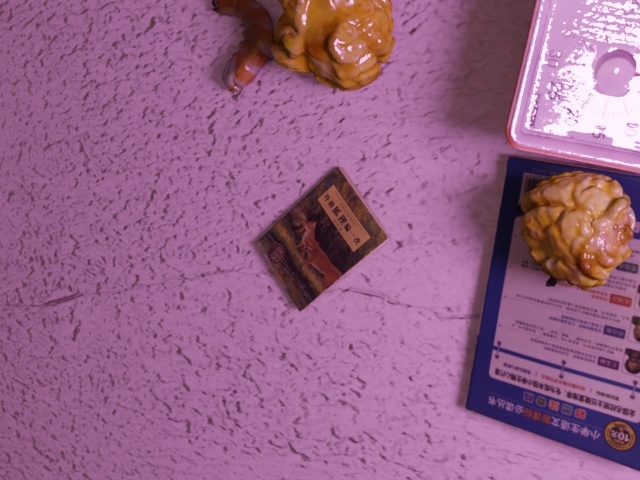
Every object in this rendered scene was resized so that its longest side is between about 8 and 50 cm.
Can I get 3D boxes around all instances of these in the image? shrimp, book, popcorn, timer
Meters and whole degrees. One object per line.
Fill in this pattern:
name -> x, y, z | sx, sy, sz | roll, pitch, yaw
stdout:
shrimp -> -0.163, -0.371, 1.417 | 0.166, 0.049, 0.161 | 43, 110, 19
book -> 0.390, 0.103, 1.164 | 0.300, 0.039, 0.428 | 15, 103, 33
book -> 0.000, 0.000, 1.385 | 0.228, 0.024, 0.160 | -41, 74, 26
popcorn -> 0.356, -0.011, 1.074 | 0.173, 0.142, 0.173 | 19, 132, 22
popcorn -> 0.017, -0.360, 1.268 | 0.200, 0.226, 0.203 | -56, 24, -13
timer -> 0.412, -0.234, 1.073 | 0.250, 0.161, 0.257 | 15, 102, 18
